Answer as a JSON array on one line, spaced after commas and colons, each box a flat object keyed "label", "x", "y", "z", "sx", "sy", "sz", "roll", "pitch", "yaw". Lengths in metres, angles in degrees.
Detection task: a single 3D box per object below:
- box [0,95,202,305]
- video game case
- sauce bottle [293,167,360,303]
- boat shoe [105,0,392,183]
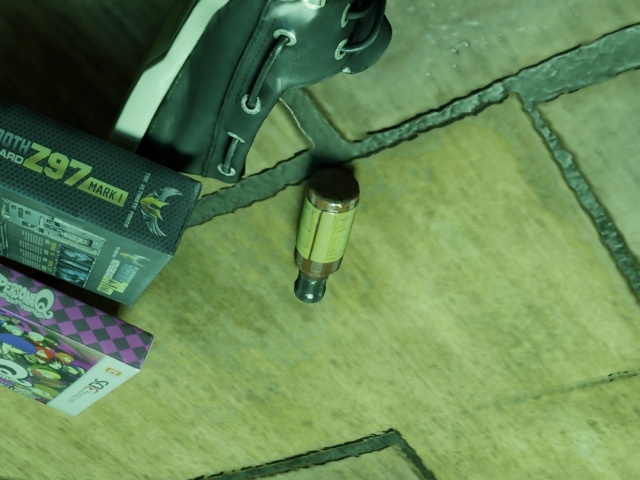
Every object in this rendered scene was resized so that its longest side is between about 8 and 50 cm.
[{"label": "box", "x": -0.195, "y": -0.025, "z": 0.680, "sx": 0.183, "sy": 0.059, "sz": 0.233, "roll": 24, "pitch": 163, "yaw": -11}, {"label": "video game case", "x": -0.289, "y": 0.078, "z": 0.856, "sx": 0.232, "sy": 0.041, "sz": 0.210, "roll": 28, "pitch": 148, "yaw": -18}, {"label": "sauce bottle", "x": 0.000, "y": 0.000, "z": 0.746, "sx": 0.042, "sy": 0.042, "sz": 0.128, "roll": 14, "pitch": 138, "yaw": -3}, {"label": "boat shoe", "x": -0.017, "y": -0.130, "z": 0.550, "sx": 0.113, "sy": 0.127, "sz": 0.340, "roll": 27, "pitch": 137, "yaw": -18}]
